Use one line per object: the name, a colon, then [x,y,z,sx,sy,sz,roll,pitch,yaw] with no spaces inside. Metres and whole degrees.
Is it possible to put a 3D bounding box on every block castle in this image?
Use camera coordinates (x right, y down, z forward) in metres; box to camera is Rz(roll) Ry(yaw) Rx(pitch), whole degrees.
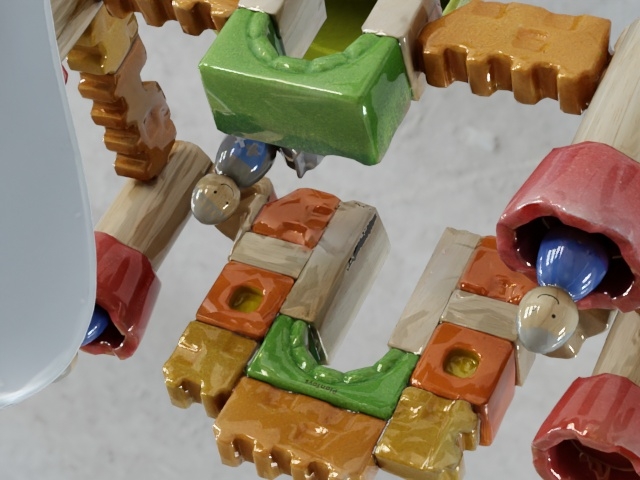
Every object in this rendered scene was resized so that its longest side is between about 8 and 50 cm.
block castle: [0.000,0.000,1.029,0.453,0.213,0.303,14,147,23]

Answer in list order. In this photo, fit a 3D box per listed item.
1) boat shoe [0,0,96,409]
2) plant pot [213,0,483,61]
boat shoe: [-0.173,-0.117,0.679,0.156,0.136,0.367,-4,93,54]
plant pot: [0.084,-0.372,1.732,0.366,0.353,0.366,13,113,31]
